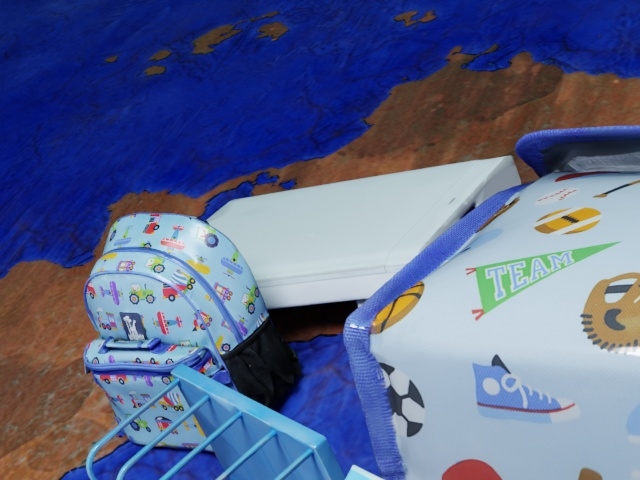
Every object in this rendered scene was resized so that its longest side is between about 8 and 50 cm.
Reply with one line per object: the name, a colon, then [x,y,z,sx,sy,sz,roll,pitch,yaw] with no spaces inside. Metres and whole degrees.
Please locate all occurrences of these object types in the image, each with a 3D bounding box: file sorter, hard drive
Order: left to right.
file sorter: [-0.063,0.181,0.963,0.104,0.118,0.170,-40,34,-24]
hard drive: [0.000,0.000,1.247,0.307,0.040,0.203,-7,22,35]

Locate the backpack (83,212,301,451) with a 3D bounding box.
backpack: [-0.118,0.068,1.130,0.158,0.173,0.117,3,37,35]

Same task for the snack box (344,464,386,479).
snack box: [0.020,0.282,0.620,0.187,0.060,0.322,22,71,27]

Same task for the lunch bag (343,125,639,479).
lunch bag: [0.251,0.050,0.872,0.328,0.239,0.385,1,21,34]

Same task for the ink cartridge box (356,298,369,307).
ink cartridge box: [0.083,0.079,1.104,0.088,0.052,0.122,-20,27,1]
